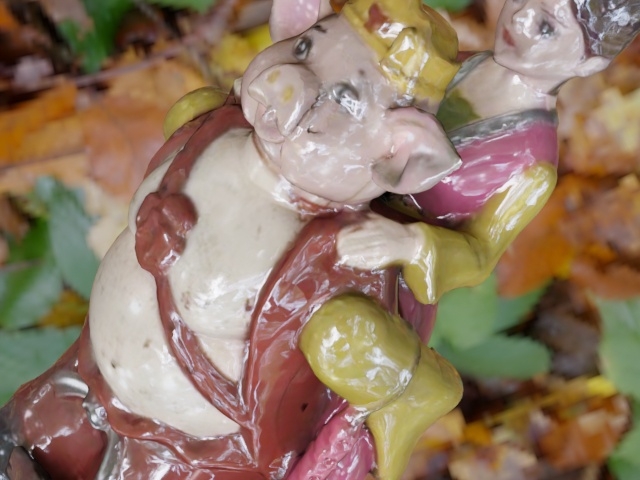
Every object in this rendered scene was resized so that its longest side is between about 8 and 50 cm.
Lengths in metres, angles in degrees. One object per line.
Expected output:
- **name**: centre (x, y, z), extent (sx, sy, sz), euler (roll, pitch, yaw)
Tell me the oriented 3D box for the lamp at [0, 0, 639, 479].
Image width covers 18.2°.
- **lamp**: centre (0.000, 0.000, 0.557), extent (0.118, 0.118, 0.253), euler (13, 128, -36)
